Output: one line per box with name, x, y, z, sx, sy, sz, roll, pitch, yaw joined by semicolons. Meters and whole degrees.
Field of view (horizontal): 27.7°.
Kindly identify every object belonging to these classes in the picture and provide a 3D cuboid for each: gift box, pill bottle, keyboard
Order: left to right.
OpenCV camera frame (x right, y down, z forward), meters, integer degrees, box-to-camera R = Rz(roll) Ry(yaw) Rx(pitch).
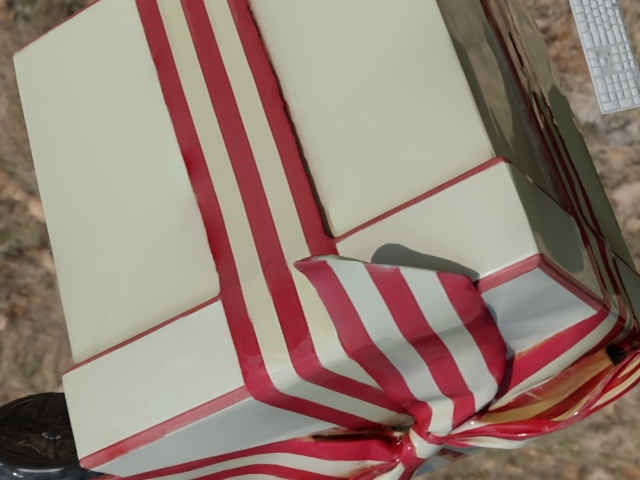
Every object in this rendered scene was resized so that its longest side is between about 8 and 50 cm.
pill bottle;-0.211;0.244;1.053;0.123;0.219;0.123;1;-156;-1
gift box;0.000;0.000;0.631;0.255;0.258;0.276;-29;153;25
keyboard;0.351;-0.288;1.645;0.072;0.256;0.014;-13;175;-27
